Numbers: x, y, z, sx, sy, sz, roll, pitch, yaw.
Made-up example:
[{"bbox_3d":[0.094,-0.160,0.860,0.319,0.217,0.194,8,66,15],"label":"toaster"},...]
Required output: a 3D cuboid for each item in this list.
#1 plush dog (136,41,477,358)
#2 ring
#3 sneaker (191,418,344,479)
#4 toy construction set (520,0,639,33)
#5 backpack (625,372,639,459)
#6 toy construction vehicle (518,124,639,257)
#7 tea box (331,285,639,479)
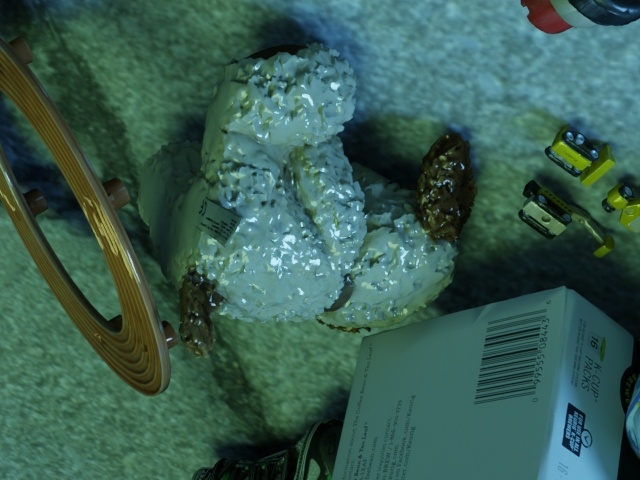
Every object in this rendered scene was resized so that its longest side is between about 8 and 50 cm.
[{"bbox_3d":[0.000,0.000,1.469,0.225,0.210,0.262,10,150,-23],"label":"plush dog"},{"bbox_3d":[-0.200,-0.030,1.523,0.336,0.032,0.336,50,159,28],"label":"ring"},{"bbox_3d":[-0.053,0.257,1.813,0.146,0.134,0.343,30,143,-4],"label":"sneaker"},{"bbox_3d":[0.157,-0.258,1.051,0.237,0.257,0.309,57,170,-4],"label":"toy construction set"},{"bbox_3d":[0.394,0.140,1.355,0.355,0.273,0.290,37,150,7],"label":"backpack"},{"bbox_3d":[0.193,-0.036,1.419,0.098,0.035,0.086,33,131,-12],"label":"toy construction vehicle"},{"bbox_3d":[0.179,0.266,1.483,0.220,0.329,0.323,-17,139,41],"label":"tea box"}]
